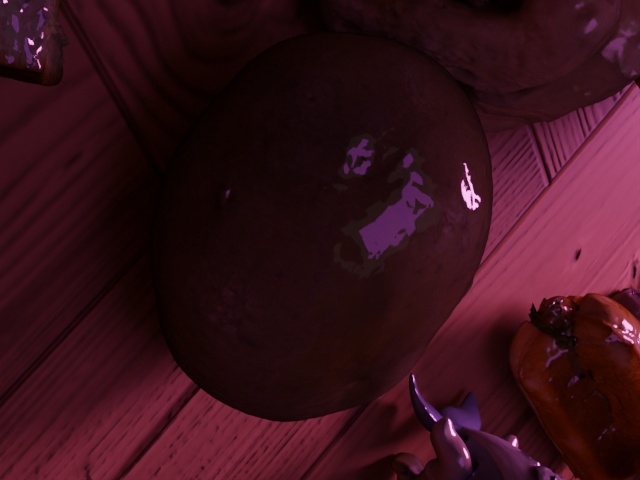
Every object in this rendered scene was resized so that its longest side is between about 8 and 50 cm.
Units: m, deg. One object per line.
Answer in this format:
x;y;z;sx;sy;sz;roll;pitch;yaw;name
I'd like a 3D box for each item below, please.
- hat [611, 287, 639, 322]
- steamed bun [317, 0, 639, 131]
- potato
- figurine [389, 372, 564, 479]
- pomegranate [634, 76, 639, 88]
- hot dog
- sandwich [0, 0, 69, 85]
0.242;0.080;1.268;0.058;0.042;0.087;-14;121;-45;hat
0.103;-0.130;0.888;0.141;0.155;0.172;-61;144;-6;steamed bun
0.000;0.000;0.846;0.178;0.160;0.235;-3;136;-8;potato
0.086;0.197;1.083;0.128;0.184;0.208;25;54;-55;figurine
0.358;-0.166;1.044;0.332;0.332;0.332;-27;130;-38;pomegranate
0.204;0.105;1.210;0.104;0.076;0.250;-23;139;13;hot dog
-0.161;-0.123;0.620;0.258;0.096;0.094;16;87;-53;sandwich
